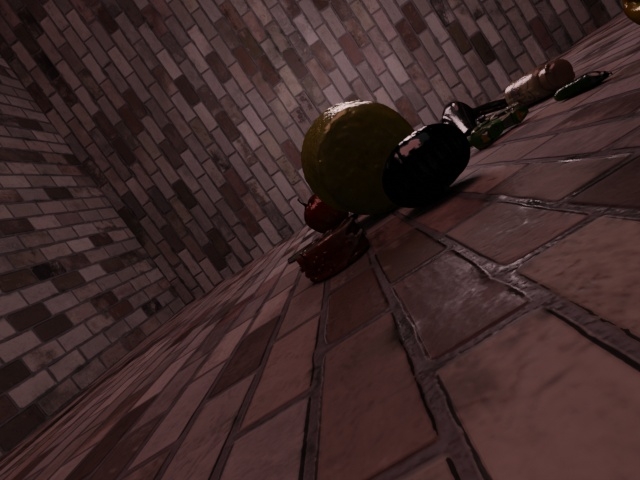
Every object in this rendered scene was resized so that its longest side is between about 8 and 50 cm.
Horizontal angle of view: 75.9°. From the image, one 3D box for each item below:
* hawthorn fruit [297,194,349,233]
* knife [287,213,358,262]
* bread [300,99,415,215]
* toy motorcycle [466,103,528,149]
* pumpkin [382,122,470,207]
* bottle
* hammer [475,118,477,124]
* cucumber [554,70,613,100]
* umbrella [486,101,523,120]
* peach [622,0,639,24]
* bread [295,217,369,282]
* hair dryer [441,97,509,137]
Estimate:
[{"bbox_3d":[0.004,-0.109,1.492,0.157,0.194,0.156,-158,90,-81],"label":"hawthorn fruit"},{"bbox_3d":[0.000,0.000,1.410,0.343,0.027,0.061,-34,7,29],"label":"knife"},{"bbox_3d":[0.114,-0.232,1.173,0.348,0.348,0.308,-34,10,7],"label":"bread"},{"bbox_3d":[0.462,-0.304,1.122,0.190,0.074,0.106,-33,15,1],"label":"toy motorcycle"},{"bbox_3d":[0.220,-0.151,0.856,0.202,0.140,0.202,-40,-8,-7],"label":"pumpkin"},{"bbox_3d":[0.672,-0.475,1.250,0.110,0.097,0.209,8,-1,-11],"label":"bottle"},{"bbox_3d":[0.692,-0.547,1.885,0.194,0.069,0.116,-32,2,-32],"label":"hammer"},{"bbox_3d":[0.602,-0.360,0.943,0.037,0.037,0.155,-35,6,-11],"label":"cucumber"},{"bbox_3d":[0.541,-0.363,1.245,0.144,0.062,0.067,-31,37,21],"label":"umbrella"},{"bbox_3d":[0.890,-0.655,1.048,0.193,0.190,0.190,-33,6,3],"label":"peach"},{"bbox_3d":[0.024,0.020,0.867,0.161,0.073,0.160,-33,6,4],"label":"bread"},{"bbox_3d":[0.619,-0.466,1.454,0.360,0.120,0.303,-19,27,11],"label":"hair dryer"}]
